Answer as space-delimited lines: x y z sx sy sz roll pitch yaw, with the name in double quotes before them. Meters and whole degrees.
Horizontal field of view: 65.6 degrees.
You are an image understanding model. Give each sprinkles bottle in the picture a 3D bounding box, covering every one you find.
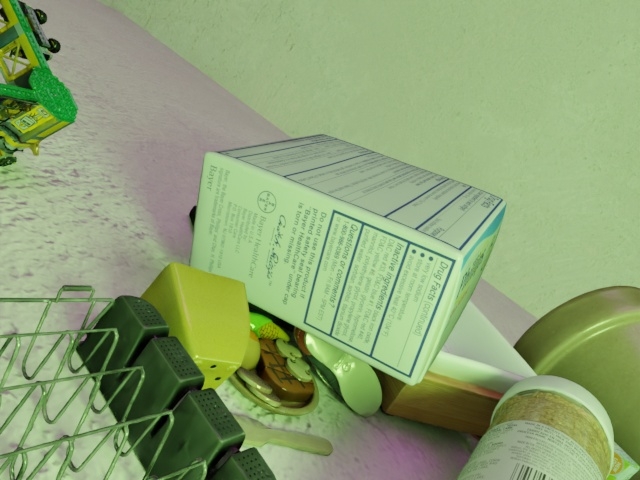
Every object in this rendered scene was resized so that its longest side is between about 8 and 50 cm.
"sprinkles bottle" 0.173 0.226 0.420 0.121 0.121 0.355 42 25 22

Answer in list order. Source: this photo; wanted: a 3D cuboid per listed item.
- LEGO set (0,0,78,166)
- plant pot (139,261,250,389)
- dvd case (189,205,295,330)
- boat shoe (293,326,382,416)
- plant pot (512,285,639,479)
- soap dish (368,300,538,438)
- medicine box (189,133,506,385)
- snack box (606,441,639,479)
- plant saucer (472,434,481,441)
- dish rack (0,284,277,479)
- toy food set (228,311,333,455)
"LEGO set" -0.408 -0.164 0.430 0.255 0.192 0.331 64 13 -11
"plant pot" -0.108 0.083 0.426 0.081 0.081 0.083 22 31 -44
"dvd case" -0.087 0.041 0.704 0.180 0.022 0.253 28 14 -32
"boat shoe" 0.020 0.145 0.566 0.137 0.049 0.043 51 -24 -17
"plant pot" 0.423 0.234 0.683 0.263 0.263 0.229 28 25 -30
"soap dish" 0.148 0.141 0.716 0.228 0.118 0.291 21 18 -25
"medicine box" 0.043 -0.009 0.595 0.289 0.149 0.263 24 25 21
"snack box" 0.282 0.275 0.590 0.037 0.141 0.100 26 16 -38
"plant saucer" 0.332 0.305 0.814 0.258 0.048 0.259 39 15 11
"dish rack" -0.156 0.106 0.248 0.208 0.074 0.271 42 17 29
"toy food set" -0.051 0.123 0.505 0.132 0.039 0.192 27 16 -34
